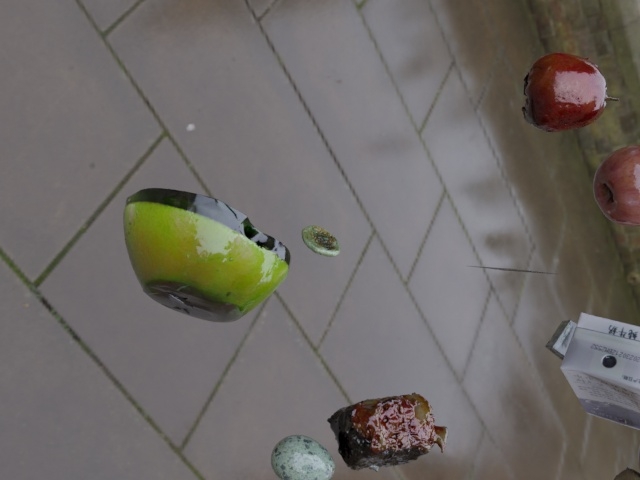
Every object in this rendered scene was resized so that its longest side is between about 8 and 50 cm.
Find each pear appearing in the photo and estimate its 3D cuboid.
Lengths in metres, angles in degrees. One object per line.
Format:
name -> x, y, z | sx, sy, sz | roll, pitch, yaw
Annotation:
pear -> -0.269, 0.060, 1.767 | 0.399, 0.398, 0.165 | 41, 57, -44

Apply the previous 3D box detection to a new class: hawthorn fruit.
hawthorn fruit -> 0.457, -0.270, 1.481 | 0.148, 0.172, 0.148 | 8, 90, -70

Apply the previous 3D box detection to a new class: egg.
egg -> -0.045, 0.578, 2.106 | 0.132, 0.172, 0.132 | -162, -90, -87

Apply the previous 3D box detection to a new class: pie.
pie -> 0.000, 0.000, 1.502 | 0.085, 0.017, 0.085 | 24, 29, -15

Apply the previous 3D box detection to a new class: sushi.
sushi -> 0.192, 0.517, 2.174 | 0.343, 0.182, 0.197 | 4, 72, -41

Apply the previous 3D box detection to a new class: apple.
apple -> 0.583, -0.101, 1.516 | 0.120, 0.153, 0.153 | -10, 90, -12

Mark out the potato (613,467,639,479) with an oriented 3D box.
potato -> 0.814, 0.726, 2.017 | 0.239, 0.115, 0.299 | -120, -146, -81

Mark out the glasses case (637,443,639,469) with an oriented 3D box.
glasses case -> 0.879, 0.398, 1.949 | 0.156, 0.098, 0.425 | -46, 155, -58

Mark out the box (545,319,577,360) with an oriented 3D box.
box -> 0.533, 0.216, 1.732 | 0.085, 0.063, 0.060 | -53, 176, -6

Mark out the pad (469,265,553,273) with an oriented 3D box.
pad -> 0.496, 0.109, 2.363 | 0.250, 0.323, 0.055 | 6, 69, -38

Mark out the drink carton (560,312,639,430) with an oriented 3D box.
drink carton -> 0.463, 0.208, 1.230 | 0.222, 0.134, 0.102 | 46, 65, -50
